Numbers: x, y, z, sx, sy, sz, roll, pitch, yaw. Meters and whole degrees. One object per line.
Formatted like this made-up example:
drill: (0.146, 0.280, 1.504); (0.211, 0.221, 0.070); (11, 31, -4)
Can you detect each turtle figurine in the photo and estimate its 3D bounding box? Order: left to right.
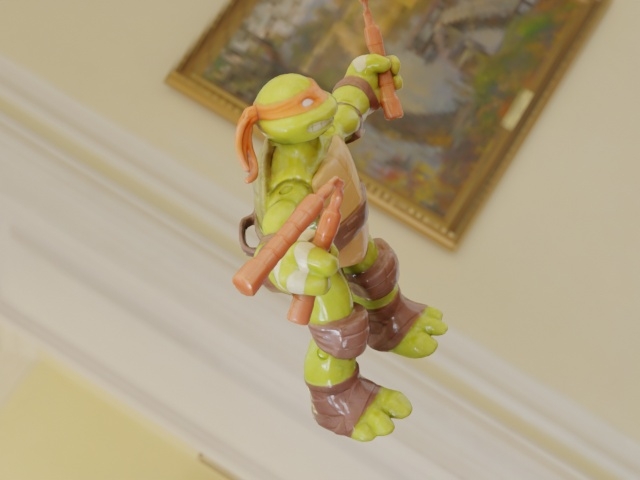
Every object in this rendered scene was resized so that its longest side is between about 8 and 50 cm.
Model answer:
turtle figurine: (0.000, 0.000, 0.719); (0.269, 0.087, 0.217); (-74, -27, -52)
